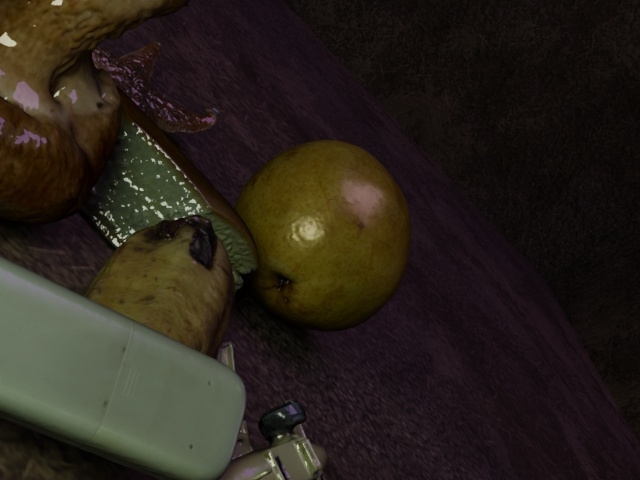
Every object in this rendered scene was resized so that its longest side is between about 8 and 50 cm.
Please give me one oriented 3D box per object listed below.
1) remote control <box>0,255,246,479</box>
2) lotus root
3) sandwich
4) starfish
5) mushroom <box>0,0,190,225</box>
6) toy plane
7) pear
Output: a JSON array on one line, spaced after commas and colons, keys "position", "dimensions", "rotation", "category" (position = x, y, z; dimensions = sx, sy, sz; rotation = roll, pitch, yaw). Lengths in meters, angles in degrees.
[{"position": [-0.166, 0.063, 0.647], "dimensions": [0.309, 0.038, 0.090], "rotation": [30, 63, -34], "category": "remote control"}, {"position": [-0.131, 0.064, 0.826], "dimensions": [0.110, 0.097, 0.258], "rotation": [8, 26, 7], "category": "lotus root"}, {"position": [-0.161, -0.046, 1.028], "dimensions": [0.258, 0.094, 0.096], "rotation": [48, 9, -2], "category": "sandwich"}, {"position": [-0.227, -0.189, 1.301], "dimensions": [0.295, 0.048, 0.231], "rotation": [50, 24, 6], "category": "starfish"}, {"position": [-0.258, -0.164, 0.856], "dimensions": [0.267, 0.254, 0.267], "rotation": [22, 10, -4], "category": "mushroom"}, {"position": [-0.043, 0.178, 0.819], "dimensions": [0.229, 0.092, 0.244], "rotation": [63, 14, 12], "category": "toy plane"}, {"position": [0.000, 0.000, 1.192], "dimensions": [0.209, 0.209, 0.209], "rotation": [46, 14, -15], "category": "pear"}]
